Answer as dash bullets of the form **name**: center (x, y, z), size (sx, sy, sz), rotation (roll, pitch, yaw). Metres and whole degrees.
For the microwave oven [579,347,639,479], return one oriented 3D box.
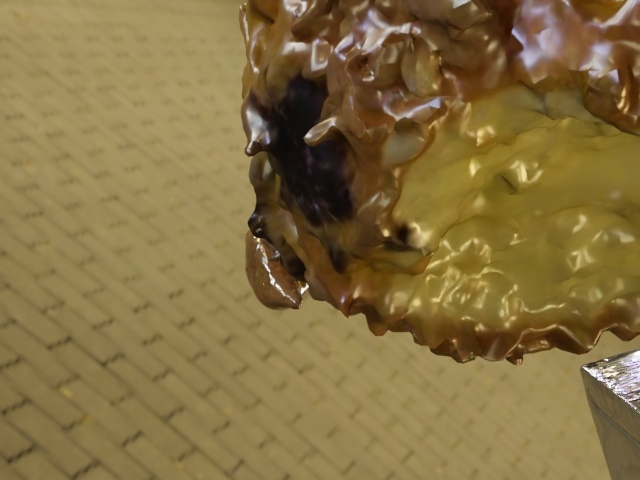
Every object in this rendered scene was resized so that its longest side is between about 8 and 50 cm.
- **microwave oven**: center (0.444, 0.191, 1.057), size (0.236, 0.432, 0.374), rotation (-101, 174, -85)

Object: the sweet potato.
- **sweet potato**: center (-0.015, -0.002, 1.687), size (0.106, 0.095, 0.354), rotation (14, 21, 14)

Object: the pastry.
- **pastry**: center (0.147, -0.131, 0.758), size (0.292, 0.405, 0.337), rotation (59, 25, -53)
